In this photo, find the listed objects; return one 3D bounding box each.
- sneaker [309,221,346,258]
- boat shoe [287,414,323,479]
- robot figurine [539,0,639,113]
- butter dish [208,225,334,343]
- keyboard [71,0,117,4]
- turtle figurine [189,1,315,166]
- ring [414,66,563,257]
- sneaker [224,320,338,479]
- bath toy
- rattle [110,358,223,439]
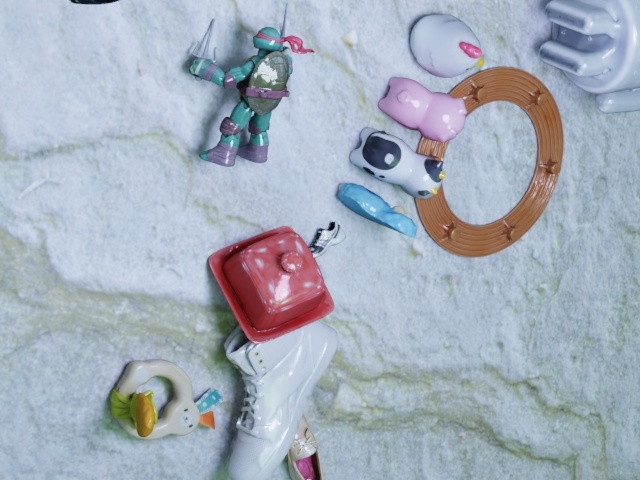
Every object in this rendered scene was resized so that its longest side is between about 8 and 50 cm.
[{"bbox_3d":[0.000,0.000,2.072,0.083,0.032,0.037,-36,110,-26],"label":"sneaker"},{"bbox_3d":[-0.029,0.338,2.147,0.063,0.059,0.170,-31,122,-23],"label":"boat shoe"},{"bbox_3d":[0.536,-0.357,2.217,0.353,0.200,0.300,-13,123,-32],"label":"robot figurine"},{"bbox_3d":[-0.059,0.050,1.953,0.160,0.118,0.160,-22,77,-27],"label":"butter dish"},{"bbox_3d":[-0.284,-0.408,1.728,0.100,0.038,0.192,0,109,-11],"label":"keyboard"},{"bbox_3d":[-0.100,-0.225,1.870,0.175,0.118,0.234,0,111,-36],"label":"turtle figurine"},{"bbox_3d":[0.298,-0.129,2.235,0.336,0.032,0.336,-12,113,-31],"label":"ring"},{"bbox_3d":[-0.104,0.231,2.035,0.169,0.108,0.292,35,75,-37],"label":"sneaker"},{"bbox_3d":[0.164,-0.184,2.059,0.151,0.129,0.348,22,92,-38],"label":"bath toy"},{"bbox_3d":[-0.201,0.256,1.950,0.200,0.143,0.130,31,69,-33],"label":"rattle"}]
